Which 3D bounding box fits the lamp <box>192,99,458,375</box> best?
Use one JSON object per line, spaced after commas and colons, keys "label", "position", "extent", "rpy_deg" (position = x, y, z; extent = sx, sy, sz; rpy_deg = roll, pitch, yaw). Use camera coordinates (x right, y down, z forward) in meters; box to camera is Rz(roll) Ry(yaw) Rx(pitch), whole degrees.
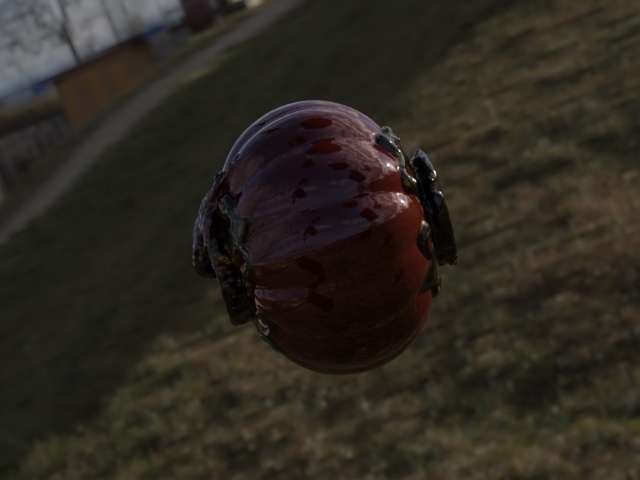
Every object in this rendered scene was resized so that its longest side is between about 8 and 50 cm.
{"label": "lamp", "position": [0.000, 0.000, 1.474], "extent": [0.227, 0.227, 0.227], "rpy_deg": [-22, 7, 3]}
